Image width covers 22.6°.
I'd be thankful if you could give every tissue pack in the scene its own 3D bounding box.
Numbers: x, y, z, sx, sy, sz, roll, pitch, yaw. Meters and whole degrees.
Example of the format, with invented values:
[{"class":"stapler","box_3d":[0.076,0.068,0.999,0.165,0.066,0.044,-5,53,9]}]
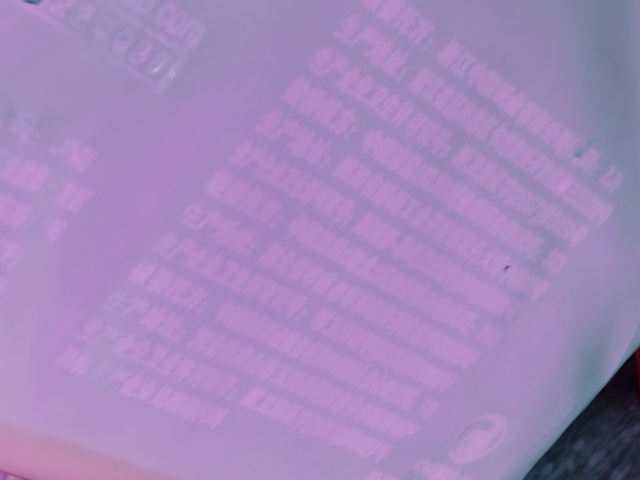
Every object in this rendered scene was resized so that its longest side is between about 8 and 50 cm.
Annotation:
[{"class":"tissue pack","box_3d":[-0.036,-0.102,0.458,0.405,0.205,0.332,30,101,-46]}]

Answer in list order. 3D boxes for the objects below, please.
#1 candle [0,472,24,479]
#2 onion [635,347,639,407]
[{"class":"candle","box_3d":[-0.162,0.085,0.559,0.068,0.192,0.168,60,36,-45]},{"class":"onion","box_3d":[0.282,0.056,0.813,0.252,0.219,0.252,-23,137,-22]}]
